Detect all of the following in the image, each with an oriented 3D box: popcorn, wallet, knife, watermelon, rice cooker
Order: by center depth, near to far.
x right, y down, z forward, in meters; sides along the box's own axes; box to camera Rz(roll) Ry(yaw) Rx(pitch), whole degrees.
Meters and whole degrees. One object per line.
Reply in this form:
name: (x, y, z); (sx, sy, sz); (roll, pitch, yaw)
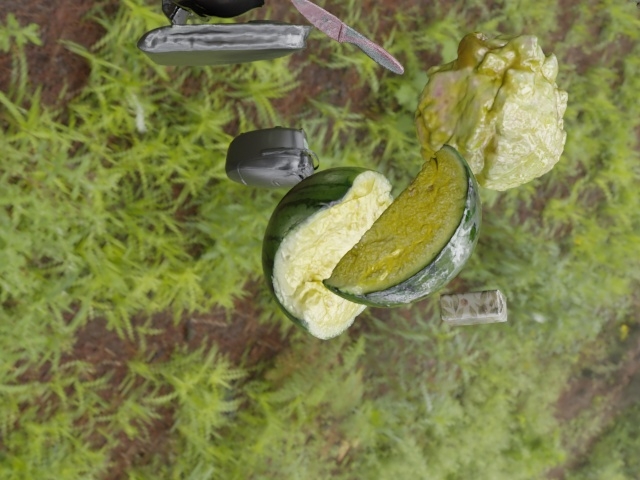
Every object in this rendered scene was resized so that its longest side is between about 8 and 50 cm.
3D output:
watermelon: (0.101, 0.006, 0.915); (0.181, 0.092, 0.075); (-50, 137, -3)
wallet: (-0.121, -0.244, 1.194); (0.197, 0.377, 0.051); (-5, 101, -6)
popcorn: (0.270, -0.192, 1.465); (0.212, 0.259, 0.259); (15, 100, -46)
knife: (0.042, -0.339, 1.587); (0.247, 0.018, 0.035); (28, 129, -25)
watermelon: (0.000, 0.000, 1.802); (0.331, 0.190, 0.330); (-49, 153, -36)
rice cooker: (-0.105, -0.176, 2.070); (0.142, 0.203, 0.118); (55, 32, -70)

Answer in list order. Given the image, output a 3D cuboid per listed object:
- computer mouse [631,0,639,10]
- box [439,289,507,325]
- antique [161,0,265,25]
computer mouse: (0.442, -0.314, 1.151); (0.082, 0.145, 0.236); (-43, -172, -9)
box: (0.238, 0.104, 1.493); (0.062, 0.098, 0.044); (34, 51, -60)
antique: (-0.178, -0.415, 1.317); (0.185, 0.322, 0.255); (-45, 125, -8)
